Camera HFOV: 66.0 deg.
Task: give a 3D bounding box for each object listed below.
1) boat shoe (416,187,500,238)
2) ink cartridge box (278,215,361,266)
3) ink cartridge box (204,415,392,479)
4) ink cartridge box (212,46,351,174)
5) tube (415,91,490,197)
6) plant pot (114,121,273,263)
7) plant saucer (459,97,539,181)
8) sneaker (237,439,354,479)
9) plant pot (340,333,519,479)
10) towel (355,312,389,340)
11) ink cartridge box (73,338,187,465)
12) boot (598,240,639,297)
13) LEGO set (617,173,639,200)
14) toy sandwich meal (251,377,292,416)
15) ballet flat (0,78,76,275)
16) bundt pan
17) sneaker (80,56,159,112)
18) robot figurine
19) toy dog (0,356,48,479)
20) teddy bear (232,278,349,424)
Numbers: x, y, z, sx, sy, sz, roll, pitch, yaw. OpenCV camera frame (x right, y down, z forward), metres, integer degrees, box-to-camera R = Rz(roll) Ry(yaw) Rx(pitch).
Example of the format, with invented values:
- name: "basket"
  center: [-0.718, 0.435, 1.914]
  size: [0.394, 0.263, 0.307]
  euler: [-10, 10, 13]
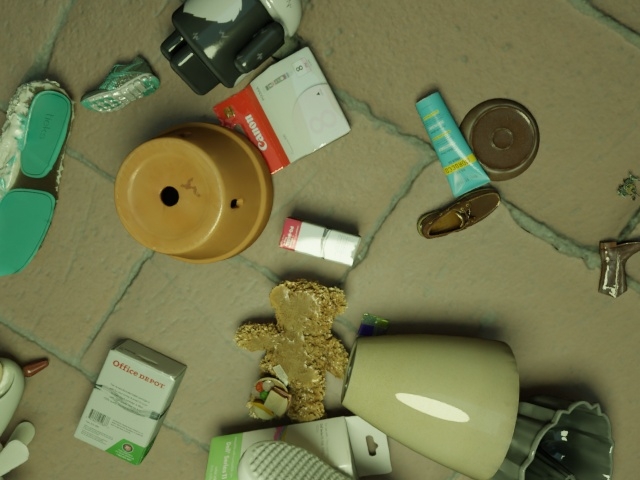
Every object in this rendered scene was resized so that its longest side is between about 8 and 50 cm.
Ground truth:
- name: "boat shoe"
  center: [0.284, -0.048, 0.994]
  size: [0.177, 0.060, 0.064]
  euler: [-25, 104, 4]
- name: "ink cartridge box"
  center: [0.000, 0.000, 0.989]
  size: [0.150, 0.109, 0.063]
  euler: [16, 94, 1]
- name: "ink cartridge box"
  center: [-0.029, 0.481, 0.991]
  size: [0.352, 0.119, 0.207]
  euler: [-11, 119, 3]
- name: "ink cartridge box"
  center: [-0.081, -0.249, 1.002]
  size: [0.232, 0.066, 0.189]
  euler: [-28, 93, 0]
- name: "tube"
  center: [0.260, -0.194, 0.994]
  size: [0.080, 0.052, 0.207]
  euler: [-25, 95, 43]
- name: "plant pot"
  center: [-0.251, -0.088, 0.938]
  size: [0.290, 0.203, 0.291]
  euler: [1, 97, 6]
- name: "plant saucer"
  center: [0.364, -0.205, 0.999]
  size: [0.168, 0.029, 0.169]
  euler: [0, 95, 3]
- name: "sneaker"
  center: [-0.010, 0.479, 0.847]
  size: [0.365, 0.135, 0.150]
  euler: [36, 107, -18]
- name: "plant pot"
  center: [0.185, 0.279, 0.929]
  size: [0.273, 0.256, 0.257]
  euler: [15, 95, 1]
- name: "towel"
  center: [0.109, 0.202, 1.051]
  size: [0.060, 0.009, 0.084]
  euler: [16, 95, 2]
- name: "ink cartridge box"
  center: [-0.398, 0.337, 1.043]
  size: [0.152, 0.087, 0.209]
  euler: [26, 96, 0]
- name: "boot"
  center: [0.622, 0.058, 1.004]
  size: [0.106, 0.037, 0.114]
  euler: [-3, 91, 16]
- name: "LEGO set"
  center: [0.634, -0.108, 1.002]
  size: [0.083, 0.023, 0.054]
  euler: [3, 97, -11]
- name: "toy sandwich meal"
  center: [-0.099, 0.313, 0.979]
  size: [0.085, 0.029, 0.086]
  euler: [3, 104, 10]
- name: "ballet flat"
  center: [-0.615, -0.131, 1.012]
  size: [0.146, 0.147, 0.409]
  euler: [20, 92, 1]
- name: "bundt pan"
  center: [0.421, 0.446, 0.950]
  size: [0.330, 0.124, 0.331]
  euler: [-5, 99, -32]
- name: "sneaker"
  center: [-0.416, -0.321, 1.014]
  size: [0.166, 0.065, 0.076]
  euler: [-21, 77, 1]
- name: "robot figurine"
  center: [-0.166, -0.408, 0.931]
  size: [0.278, 0.173, 0.209]
  euler: [-39, 95, 5]
- name: "toy dog"
  center: [-0.645, 0.378, 1.025]
  size: [0.160, 0.220, 0.334]
  euler: [-6, 103, -29]
- name: "teddy bear"
  center: [-0.051, 0.235, 1.024]
  size: [0.244, 0.113, 0.339]
  euler: [-6, 102, 10]
